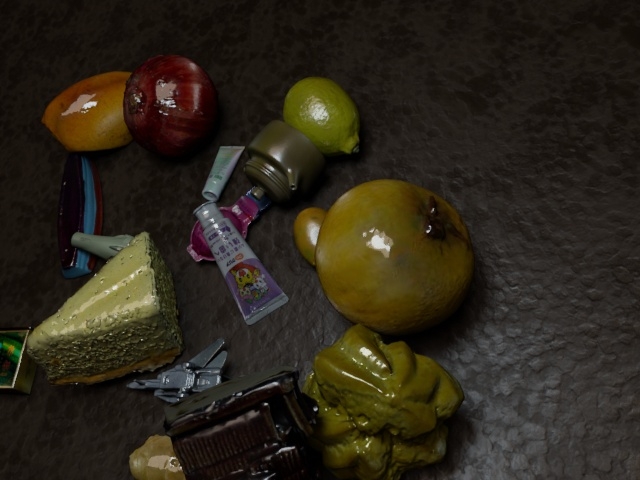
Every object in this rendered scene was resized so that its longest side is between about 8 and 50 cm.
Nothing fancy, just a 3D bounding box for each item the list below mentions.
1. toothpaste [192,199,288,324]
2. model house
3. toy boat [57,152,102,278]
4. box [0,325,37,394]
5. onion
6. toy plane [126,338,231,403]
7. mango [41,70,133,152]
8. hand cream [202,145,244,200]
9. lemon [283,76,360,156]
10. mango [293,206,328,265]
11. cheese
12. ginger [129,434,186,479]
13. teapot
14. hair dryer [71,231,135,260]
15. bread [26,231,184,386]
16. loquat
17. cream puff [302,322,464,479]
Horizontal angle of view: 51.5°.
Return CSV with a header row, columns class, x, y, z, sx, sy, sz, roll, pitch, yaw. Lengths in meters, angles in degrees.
class,x,y,z,sx,sy,sz,roll,pitch,yaw
toothpaste,-0.199,0.046,1.565,0.114,0.073,0.299,-32,82,-2
model house,-0.126,0.402,1.224,0.316,0.297,0.283,-23,88,0
toy boat,-0.670,-0.086,1.832,0.136,0.079,0.393,-14,63,11
box,-0.833,0.306,1.682,0.239,0.071,0.160,-4,60,16
onion,-0.408,-0.358,1.777,0.276,0.276,0.277,-8,62,15
toy plane,-0.336,0.321,1.494,0.267,0.088,0.213,-3,63,17
mango,-0.607,-0.368,1.897,0.349,0.199,0.201,-30,84,-14
hand cream,-0.261,-0.185,1.761,0.076,0.047,0.174,4,57,21
lemon,0.005,-0.300,1.644,0.184,0.184,0.248,-35,67,-1
mango,-0.005,-0.001,1.549,0.111,0.089,0.163,-14,68,10
cheese,-0.229,-0.040,1.660,0.244,0.062,0.155,-42,60,-8
ginger,-0.212,0.547,1.334,0.347,0.122,0.363,-17,54,8
teapot,-0.112,-0.173,1.621,0.175,0.186,0.267,-50,33,-14
hair dryer,-0.560,0.066,1.699,0.218,0.088,0.225,34,84,14
bread,-0.490,0.158,1.540,0.315,0.248,0.279,-7,56,1
loquat,0.133,0.045,1.366,0.359,0.328,0.329,-46,45,45
cream puff,0.084,0.317,1.254,0.323,0.270,0.275,21,77,31
